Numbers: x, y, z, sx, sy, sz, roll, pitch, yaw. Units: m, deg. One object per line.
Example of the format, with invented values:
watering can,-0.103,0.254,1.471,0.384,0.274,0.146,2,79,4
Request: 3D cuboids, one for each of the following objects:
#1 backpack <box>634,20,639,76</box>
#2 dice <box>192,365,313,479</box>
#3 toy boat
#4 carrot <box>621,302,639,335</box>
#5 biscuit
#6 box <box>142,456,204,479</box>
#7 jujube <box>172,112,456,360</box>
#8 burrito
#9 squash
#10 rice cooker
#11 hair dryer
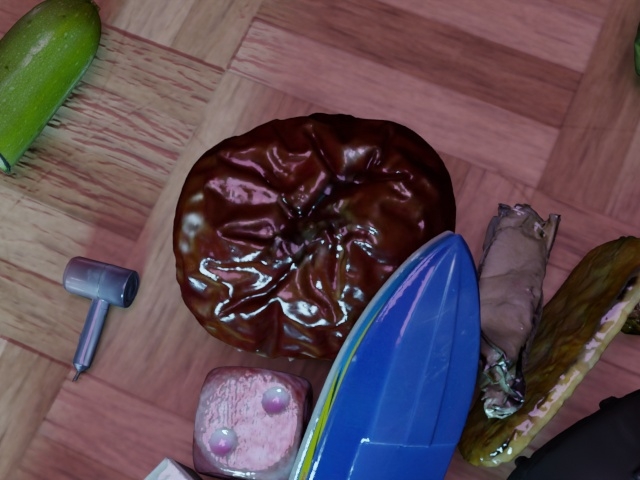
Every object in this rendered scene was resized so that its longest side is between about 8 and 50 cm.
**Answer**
backpack,0.434,-0.201,0.925,0.253,0.140,0.207,24,76,10
dice,-0.056,0.161,0.860,0.091,0.093,0.094,5,73,5
toy boat,0.057,0.128,0.789,0.129,0.088,0.295,8,109,-32
carrot,0.332,-0.008,0.910,0.069,0.069,0.228,36,79,14
biscuit,0.202,0.093,0.857,0.029,0.118,0.247,41,81,-9
box,-0.096,0.332,0.797,0.260,0.111,0.194,41,79,17
jujube,0.000,0.000,0.861,0.232,0.213,0.213,-2,71,8
burrito,0.164,0.052,0.867,0.058,0.063,0.229,-11,40,34
squash,-0.284,-0.165,0.991,0.095,0.095,0.188,31,71,13
rice cooker,0.239,0.200,0.805,0.203,0.142,0.118,-28,60,-10
hair dryer,-0.216,0.075,0.933,0.063,0.037,0.114,13,80,10
